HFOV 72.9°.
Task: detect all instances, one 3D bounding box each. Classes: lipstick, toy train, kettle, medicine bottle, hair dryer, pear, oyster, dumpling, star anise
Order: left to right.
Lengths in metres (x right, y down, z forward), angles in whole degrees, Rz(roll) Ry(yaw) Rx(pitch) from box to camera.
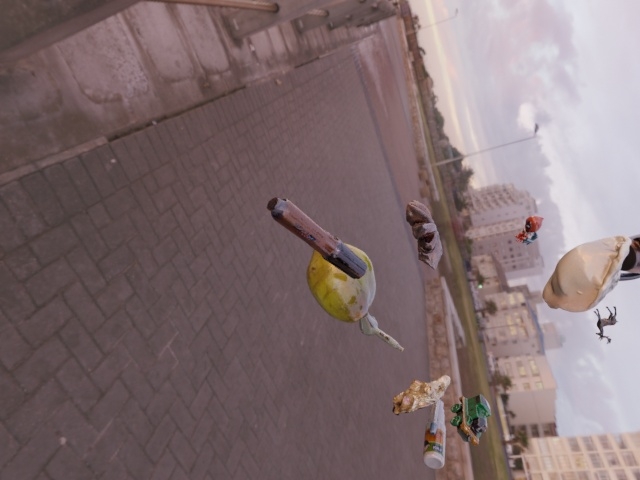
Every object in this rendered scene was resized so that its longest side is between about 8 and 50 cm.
[{"bbox_3d":[0.000,0.000,1.272,0.418,0.077,0.077,38,40,-40],"label":"lipstick"},{"bbox_3d":[0.079,0.151,1.637,0.320,0.269,0.269,66,19,-5],"label":"pear"},{"bbox_3d":[0.235,0.374,1.859,0.088,0.225,0.219,-49,128,-14],"label":"hair dryer"},{"bbox_3d":[0.301,0.451,1.305,0.163,0.191,0.081,136,-65,-69],"label":"oyster"},{"bbox_3d":[0.428,-0.023,1.777,0.315,0.109,0.314,-14,90,-72],"label":"star anise"},{"bbox_3d":[0.352,0.572,1.326,0.220,0.062,0.092,-58,146,-57],"label":"medicine bottle"},{"bbox_3d":[0.565,0.658,1.613,0.091,0.136,0.228,54,20,-2],"label":"toy train"},{"bbox_3d":[0.606,0.077,0.973,0.124,0.228,0.151,36,16,-4],"label":"dumpling"},{"bbox_3d":[1.065,0.054,1.428,0.202,0.233,0.143,100,-17,-50],"label":"kettle"}]

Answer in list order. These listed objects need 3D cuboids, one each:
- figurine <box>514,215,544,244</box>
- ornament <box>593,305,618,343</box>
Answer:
[{"bbox_3d":[0.921,-0.048,1.897,0.068,0.075,0.140,-78,-172,-54],"label":"figurine"},{"bbox_3d":[0.947,0.282,1.433,0.028,0.074,0.125,-42,119,-82],"label":"ornament"}]
